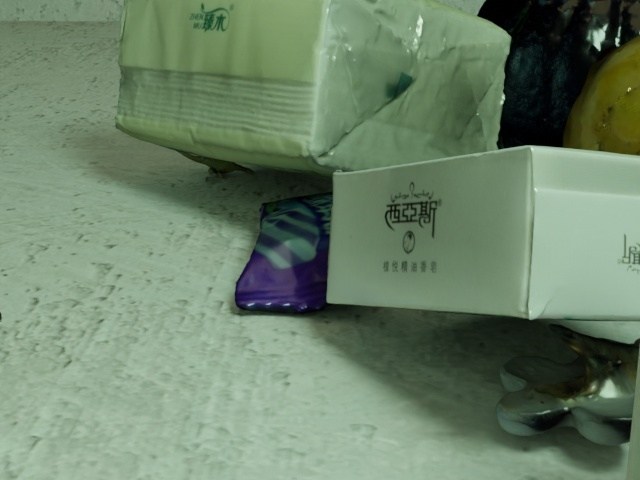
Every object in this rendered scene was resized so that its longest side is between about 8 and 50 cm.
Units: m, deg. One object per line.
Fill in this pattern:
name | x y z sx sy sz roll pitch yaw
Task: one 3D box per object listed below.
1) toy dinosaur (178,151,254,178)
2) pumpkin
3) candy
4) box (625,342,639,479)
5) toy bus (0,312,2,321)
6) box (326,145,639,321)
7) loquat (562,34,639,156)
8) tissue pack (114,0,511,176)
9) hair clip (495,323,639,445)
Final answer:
toy dinosaur | -0.139 -0.098 1.417 0.113 0.026 0.041 13 14 9
pumpkin | 0.352 -0.198 1.352 0.363 0.266 0.363 5 20 -2
candy | 0.000 0.000 1.080 0.145 0.070 0.275 -5 23 5
box | 0.272 0.077 0.571 0.203 0.252 0.106 10 24 25
toy bus | -0.291 0.068 0.874 0.074 0.069 0.162 -2 18 -11
box | 0.155 0.001 0.846 0.203 0.116 0.274 4 -3 -28
loquat | 0.327 -0.082 0.971 0.235 0.235 0.235 0 19 0
tissue pack | -0.016 -0.182 1.278 0.297 0.207 0.380 4 7 -44
hair clip | 0.240 0.093 0.809 0.257 0.075 0.146 -1 3 -26
